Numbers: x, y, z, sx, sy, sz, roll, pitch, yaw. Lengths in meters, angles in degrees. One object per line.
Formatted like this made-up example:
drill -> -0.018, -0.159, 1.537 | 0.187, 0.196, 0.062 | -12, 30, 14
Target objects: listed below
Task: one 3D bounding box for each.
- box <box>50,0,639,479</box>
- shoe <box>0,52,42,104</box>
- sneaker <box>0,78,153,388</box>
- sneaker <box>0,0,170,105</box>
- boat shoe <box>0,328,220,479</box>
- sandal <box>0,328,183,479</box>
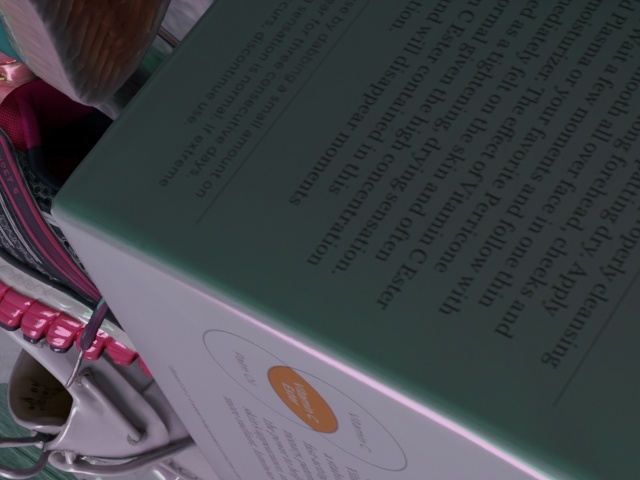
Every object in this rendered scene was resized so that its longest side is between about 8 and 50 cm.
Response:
box -> 0.122, 0.050, 0.494 | 0.345, 0.168, 0.215 | 27, 158, 25
shoe -> -0.207, -0.117, 0.819 | 0.178, 0.063, 0.081 | 20, 154, 25
sneaker -> -0.044, 0.021, 0.738 | 0.299, 0.121, 0.112 | 21, 125, 17
sneaker -> -0.133, -0.151, 0.543 | 0.121, 0.108, 0.302 | 27, 160, 11
boat shoe -> -0.148, 0.089, 0.984 | 0.136, 0.156, 0.367 | 44, 171, 50
sandal -> -0.124, 0.208, 1.377 | 0.169, 0.102, 0.416 | -23, 107, 51
